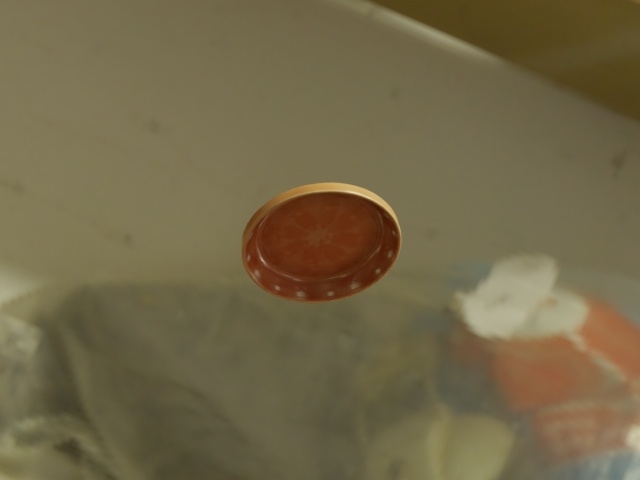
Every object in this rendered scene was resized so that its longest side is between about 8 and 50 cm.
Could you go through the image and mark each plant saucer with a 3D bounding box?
[{"bbox_3d":[0.000,0.000,1.024,0.083,0.083,0.013,26,35,-31],"label":"plant saucer"}]
